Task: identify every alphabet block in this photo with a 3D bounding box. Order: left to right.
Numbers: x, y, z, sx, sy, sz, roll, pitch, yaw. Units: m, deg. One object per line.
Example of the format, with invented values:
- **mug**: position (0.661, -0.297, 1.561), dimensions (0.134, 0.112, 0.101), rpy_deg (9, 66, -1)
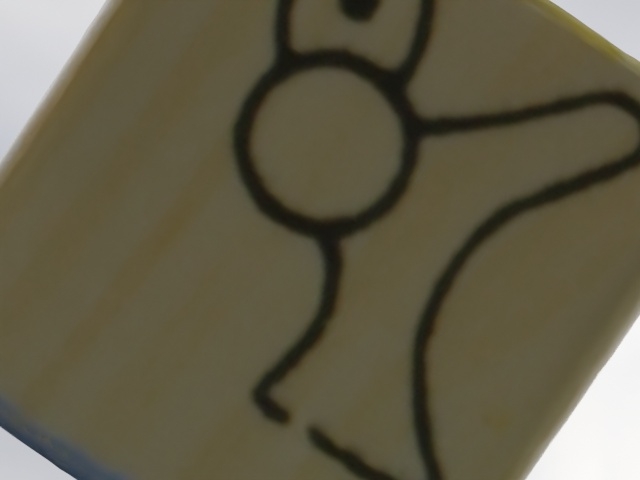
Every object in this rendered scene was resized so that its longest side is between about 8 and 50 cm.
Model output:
- **alphabet block**: position (0.000, 0.000, 0.624), dimensions (0.192, 0.197, 0.193), rpy_deg (35, 0, -1)
